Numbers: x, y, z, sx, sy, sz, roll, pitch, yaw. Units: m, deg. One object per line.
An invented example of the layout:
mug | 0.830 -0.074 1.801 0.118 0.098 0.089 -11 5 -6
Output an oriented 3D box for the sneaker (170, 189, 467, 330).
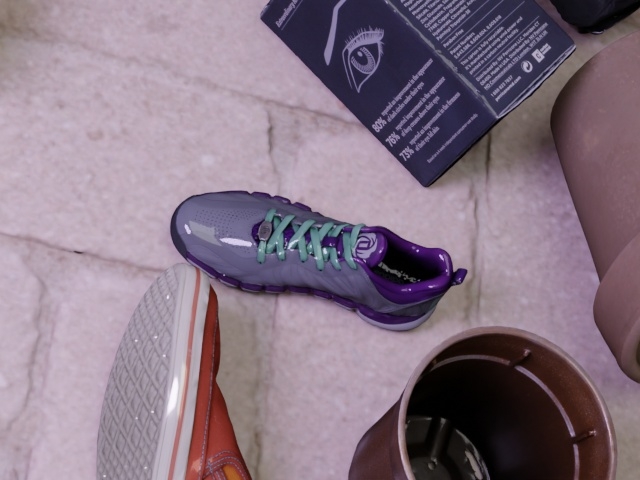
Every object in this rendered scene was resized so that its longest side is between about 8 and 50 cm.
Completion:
sneaker | 0.000 0.000 1.344 0.224 0.098 0.083 16 66 -14

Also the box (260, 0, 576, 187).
box | 0.074 -0.170 1.405 0.207 0.153 0.108 47 62 1

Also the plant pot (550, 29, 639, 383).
plant pot | 0.302 -0.048 1.409 0.263 0.263 0.229 -15 59 -24

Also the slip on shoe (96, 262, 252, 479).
slip on shoe | -0.093 0.180 1.239 0.101 0.123 0.331 6 72 -30

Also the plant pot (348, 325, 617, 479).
plant pot | 0.106 0.164 1.285 0.167 0.165 0.167 6 69 -17

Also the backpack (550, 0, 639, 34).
backpack | 0.286 -0.275 1.531 0.182 0.152 0.115 -37 95 -39
